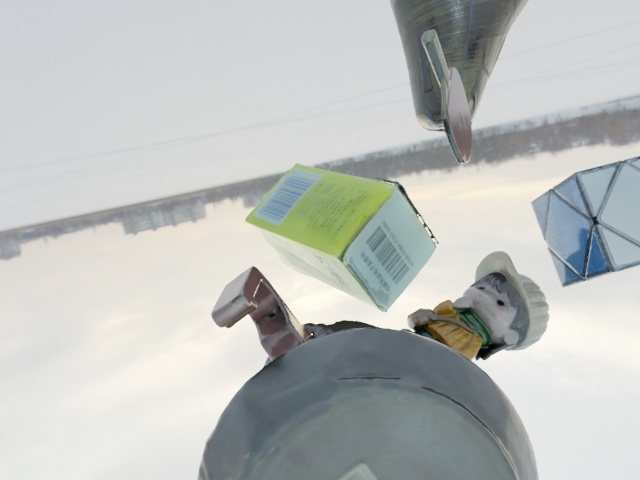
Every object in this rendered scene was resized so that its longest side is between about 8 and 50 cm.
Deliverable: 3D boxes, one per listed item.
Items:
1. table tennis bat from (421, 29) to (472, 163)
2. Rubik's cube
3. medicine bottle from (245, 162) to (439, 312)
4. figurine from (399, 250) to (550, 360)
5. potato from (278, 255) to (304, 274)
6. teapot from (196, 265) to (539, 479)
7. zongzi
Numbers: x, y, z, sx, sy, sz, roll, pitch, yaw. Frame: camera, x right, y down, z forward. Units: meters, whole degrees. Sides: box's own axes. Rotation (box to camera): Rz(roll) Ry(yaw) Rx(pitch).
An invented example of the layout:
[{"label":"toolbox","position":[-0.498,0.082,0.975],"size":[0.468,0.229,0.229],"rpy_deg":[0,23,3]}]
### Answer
[{"label":"table tennis bat","position":[0.206,-0.227,0.958],"size":[0.022,0.246,0.138],"rpy_deg":[-4,-127,27]},{"label":"Rubik's cube","position":[0.587,-0.037,1.217],"size":[0.207,0.205,0.205],"rpy_deg":[-13,168,-7]},{"label":"medicine bottle","position":[0.025,-0.014,0.890],"size":[0.141,0.137,0.250],"rpy_deg":[-49,-143,-15]},{"label":"figurine","position":[0.326,0.186,1.276],"size":[0.332,0.204,0.185],"rpy_deg":[-37,-142,-8]},{"label":"potato","position":[0.000,0.000,1.207],"size":[0.157,0.194,0.157],"rpy_deg":[-54,-174,8]},{"label":"teapot","position":[0.015,0.198,0.647],"size":[0.305,0.376,0.362],"rpy_deg":[-37,-177,-2]},{"label":"zongzi","position":[0.401,-0.465,1.400],"size":[0.432,0.403,0.208],"rpy_deg":[-10,177,0]}]
